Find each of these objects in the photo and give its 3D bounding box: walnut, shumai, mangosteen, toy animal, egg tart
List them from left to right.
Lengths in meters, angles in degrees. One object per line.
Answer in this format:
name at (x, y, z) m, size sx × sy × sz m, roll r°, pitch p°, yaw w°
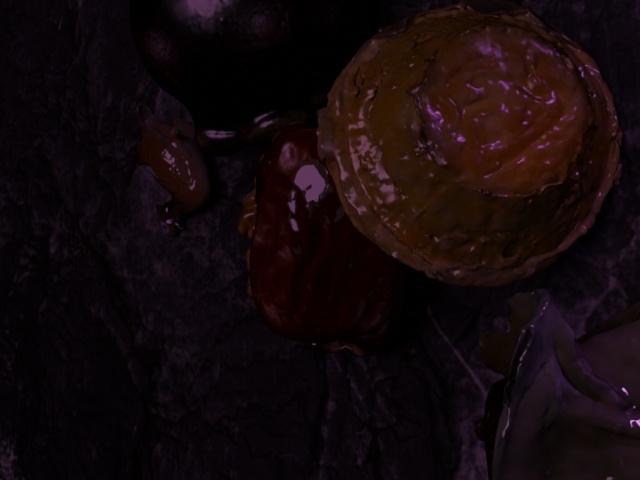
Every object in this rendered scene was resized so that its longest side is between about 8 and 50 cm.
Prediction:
toy animal at (-0.222, -0.112, 1.495) m, size 0.188 × 0.089 × 0.179 m, roll 47°, pitch 125°, yaw 26°
mangosteen at (-0.103, -0.263, 1.302) m, size 0.297 × 0.297 × 0.313 m, roll 38°, pitch 118°, yaw 34°
walnut at (0.000, 0.000, 1.210) m, size 0.243 × 0.221 × 0.269 m, roll 12°, pitch 94°, yaw 23°
egg tart at (0.170, -0.117, 1.070) m, size 0.132 × 0.341 × 0.341 m, roll 123°, pitch 141°, yaw -72°
shumai at (0.264, 0.204, 0.949) m, size 0.292 × 0.288 × 0.330 m, roll -19°, pitch 70°, yaw 32°
